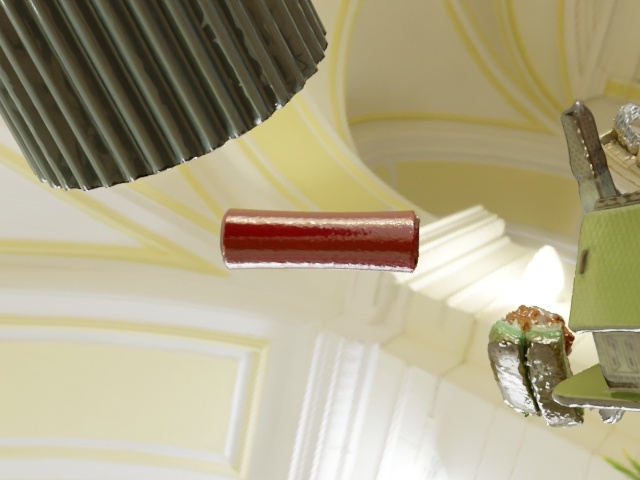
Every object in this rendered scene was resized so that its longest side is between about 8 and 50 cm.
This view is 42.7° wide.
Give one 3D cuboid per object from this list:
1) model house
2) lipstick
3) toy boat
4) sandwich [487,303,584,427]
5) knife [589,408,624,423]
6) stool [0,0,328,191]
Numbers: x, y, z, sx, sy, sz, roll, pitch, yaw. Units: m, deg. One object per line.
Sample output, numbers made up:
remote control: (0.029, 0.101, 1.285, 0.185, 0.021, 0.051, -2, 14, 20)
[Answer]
model house: (0.306, -0.004, 0.730, 0.205, 0.218, 0.279, -17, -87, -32)
lipstick: (0.000, 0.000, 0.995, 0.080, 0.241, 0.080, 1, -90, -83)
toy boat: (0.388, -0.076, 0.829, 0.089, 0.321, 0.121, -27, -63, -8)
sandwich: (0.294, 0.145, 1.088, 0.160, 0.109, 0.185, -65, -35, -40)
knife: (0.362, 0.191, 1.010, 0.060, 0.028, 0.230, -23, -28, -1)
stool: (-0.185, -0.257, 0.664, 0.297, 0.297, 0.330, -48, -50, -31)
